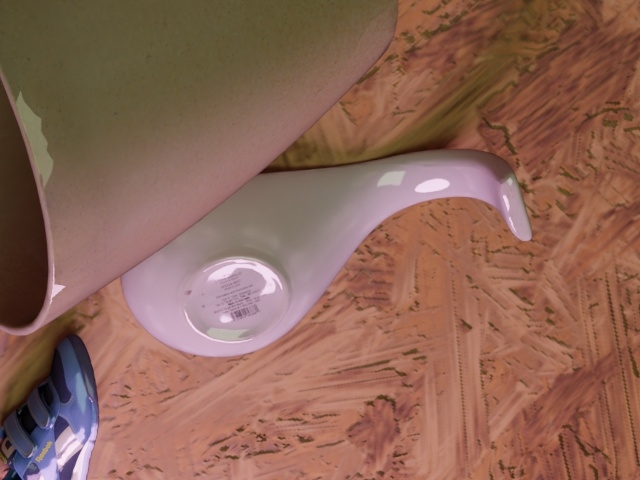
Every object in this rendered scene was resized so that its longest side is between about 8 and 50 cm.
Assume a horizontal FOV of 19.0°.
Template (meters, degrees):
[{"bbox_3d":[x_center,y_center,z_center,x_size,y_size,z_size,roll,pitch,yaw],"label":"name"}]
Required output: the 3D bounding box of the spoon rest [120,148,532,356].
[{"bbox_3d":[0.000,0.000,1.297,0.276,0.084,0.137,-17,123,4],"label":"spoon rest"}]

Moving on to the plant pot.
[{"bbox_3d":[-0.102,-0.117,1.098,0.274,0.256,0.256,-25,127,-27],"label":"plant pot"}]

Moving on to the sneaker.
[{"bbox_3d":[-0.186,0.130,1.302,0.059,0.053,0.144,3,117,-21],"label":"sneaker"}]
